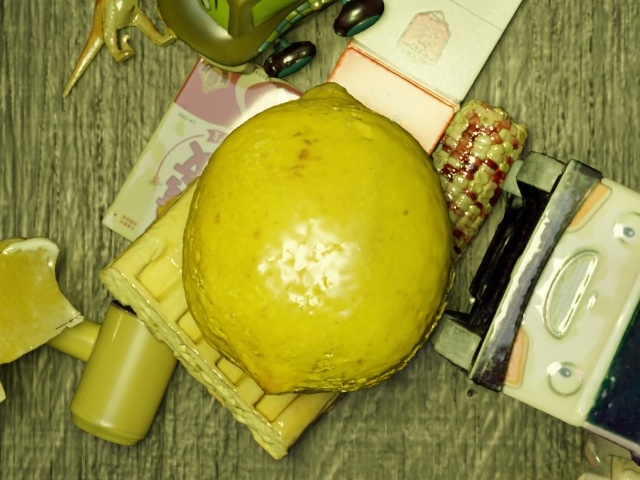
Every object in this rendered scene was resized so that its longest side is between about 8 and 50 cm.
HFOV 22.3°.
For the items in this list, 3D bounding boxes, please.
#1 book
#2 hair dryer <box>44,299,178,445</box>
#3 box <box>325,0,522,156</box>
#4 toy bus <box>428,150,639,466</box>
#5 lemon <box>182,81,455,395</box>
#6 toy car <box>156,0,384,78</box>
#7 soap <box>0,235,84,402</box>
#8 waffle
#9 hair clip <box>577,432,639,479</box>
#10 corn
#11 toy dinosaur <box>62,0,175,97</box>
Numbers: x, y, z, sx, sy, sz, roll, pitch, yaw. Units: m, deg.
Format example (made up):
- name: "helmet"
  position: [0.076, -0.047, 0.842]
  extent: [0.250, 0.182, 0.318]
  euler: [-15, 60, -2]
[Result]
- name: "book"
  position: [-0.106, -0.076, 1.722]
  extent: [0.162, 0.022, 0.232]
  euler: [31, 91, 5]
- name: "hair dryer"
  position: [-0.286, 0.103, 1.712]
  extent: [0.278, 0.090, 0.135]
  euler: [23, 94, 11]
- name: "box"
  position: [0.116, -0.220, 1.699]
  extent: [0.139, 0.035, 0.245]
  euler: [32, 91, 4]
- name: "toy bus"
  position: [0.254, 0.063, 1.483]
  extent: [0.249, 0.440, 0.209]
  euler: [26, 91, 3]
- name: "lemon"
  position: [0.000, 0.000, 1.532]
  extent: [0.257, 0.258, 0.310]
  euler: [5, 72, 5]
- name: "toy car"
  position: [-0.056, -0.282, 1.611]
  extent: [0.248, 0.198, 0.204]
  euler: [-32, 83, 12]
- name: "soap"
  position: [-0.435, 0.149, 1.701]
  extent: [0.304, 0.338, 0.169]
  euler: [-27, 86, -36]
- name: "waffle"
  position: [-0.077, 0.071, 1.656]
  extent: [0.274, 0.057, 0.168]
  euler: [47, 64, -4]
- name: "hair clip"
  position: [0.375, 0.261, 1.616]
  extent: [0.257, 0.075, 0.146]
  euler: [13, 51, -1]
- name: "corn"
  position: [0.124, -0.025, 1.671]
  extent: [0.086, 0.086, 0.253]
  euler: [31, 92, 4]
- name: "toy dinosaur"
  position: [-0.229, -0.243, 1.731]
  extent: [0.162, 0.039, 0.126]
  euler: [-26, 77, 9]
